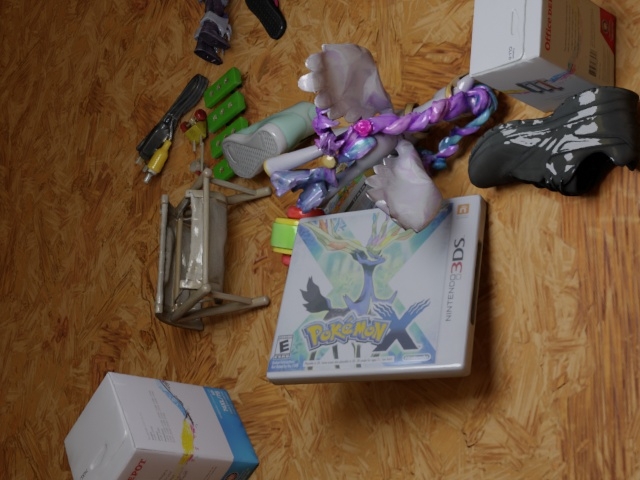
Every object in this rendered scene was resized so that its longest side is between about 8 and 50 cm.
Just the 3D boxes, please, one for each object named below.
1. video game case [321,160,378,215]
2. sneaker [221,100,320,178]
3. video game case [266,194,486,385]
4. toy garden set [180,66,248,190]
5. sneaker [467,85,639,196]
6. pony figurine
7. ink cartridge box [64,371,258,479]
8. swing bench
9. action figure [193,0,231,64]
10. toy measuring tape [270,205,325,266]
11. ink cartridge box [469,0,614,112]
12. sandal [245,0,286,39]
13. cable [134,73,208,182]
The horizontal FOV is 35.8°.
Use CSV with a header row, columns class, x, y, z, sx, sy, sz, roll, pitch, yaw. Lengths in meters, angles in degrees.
class,x,y,z,sx,sy,sz,roll,pitch,yaw
video game case,0.051,-0.079,1.802,0.119,0.015,0.166,-55,42,23
sneaker,-0.088,-0.200,1.949,0.256,0.151,0.094,-10,109,59
video game case,0.087,0.077,1.544,0.329,0.036,0.300,-7,55,28
toy garden set,-0.219,-0.221,2.157,0.204,0.049,0.244,-33,54,37
sneaker,0.327,-0.116,1.417,0.286,0.109,0.130,-24,67,47
pony figurine,0.084,-0.161,1.567,0.363,0.351,0.303,-23,95,43
ink cartridge box,-0.301,0.396,1.853,0.198,0.270,0.197,-55,42,22
swing bench,-0.237,0.025,1.994,0.255,0.165,0.253,-23,61,45
action figure,-0.233,-0.554,2.256,0.185,0.099,0.285,-22,57,53
toy measuring tape,0.000,0.000,1.732,0.330,0.121,0.121,10,85,58
ink cartridge box,0.318,-0.279,1.419,0.127,0.176,0.128,-10,70,48
sandal,-0.114,-0.503,2.141,0.067,0.040,0.179,-47,60,37
cable,-0.349,-0.269,2.344,0.287,0.072,0.139,-51,25,8
